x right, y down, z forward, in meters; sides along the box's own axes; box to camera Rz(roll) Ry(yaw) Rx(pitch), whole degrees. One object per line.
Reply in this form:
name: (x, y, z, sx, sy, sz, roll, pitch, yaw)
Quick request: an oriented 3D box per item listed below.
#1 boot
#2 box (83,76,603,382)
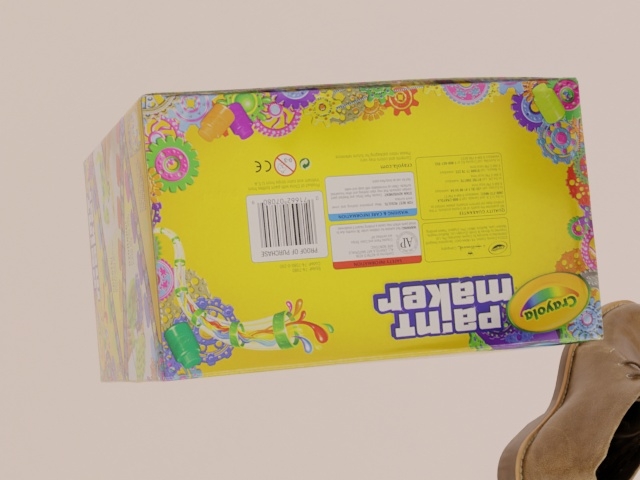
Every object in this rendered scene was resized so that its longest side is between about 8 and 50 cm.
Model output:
boot: (0.277, 0.149, 1.401, 0.112, 0.115, 0.305, 54, -139, -12)
box: (0.000, 0.000, 1.062, 0.290, 0.279, 0.177, -4, -94, -16)
